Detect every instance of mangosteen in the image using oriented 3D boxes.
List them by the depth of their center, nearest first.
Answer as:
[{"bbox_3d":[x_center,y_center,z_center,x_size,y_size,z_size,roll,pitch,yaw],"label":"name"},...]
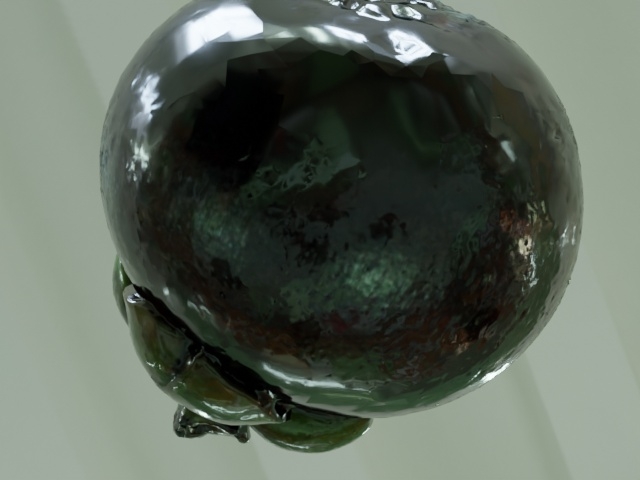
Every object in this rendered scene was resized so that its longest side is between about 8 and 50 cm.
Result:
[{"bbox_3d":[0.009,-0.011,1.084,0.300,0.300,0.300,0,-74,0],"label":"mangosteen"}]
